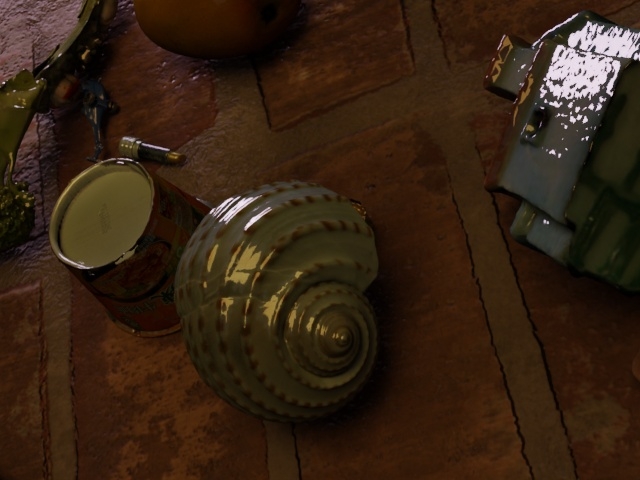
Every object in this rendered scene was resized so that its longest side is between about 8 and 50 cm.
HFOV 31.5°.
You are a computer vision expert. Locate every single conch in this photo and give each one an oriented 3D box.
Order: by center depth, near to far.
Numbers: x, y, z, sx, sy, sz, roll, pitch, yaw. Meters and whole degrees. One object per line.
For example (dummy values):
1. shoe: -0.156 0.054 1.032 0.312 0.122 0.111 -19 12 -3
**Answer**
1. conch: -0.079 0.076 1.438 0.319 0.215 0.303 3 96 35

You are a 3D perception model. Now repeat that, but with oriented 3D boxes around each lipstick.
1. lipstick: -0.262 -0.137 1.785 0.116 0.037 0.037 15 72 28

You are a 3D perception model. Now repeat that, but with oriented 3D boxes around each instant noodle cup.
1. instant noodle cup: -0.264 -0.001 1.621 0.230 0.182 0.230 -12 59 21

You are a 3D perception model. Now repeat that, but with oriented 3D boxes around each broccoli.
1. broccoli: -0.557 -0.095 1.786 0.302 0.186 0.254 -34 71 32

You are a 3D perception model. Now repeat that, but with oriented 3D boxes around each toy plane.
1. toy plane: -0.370 -0.199 1.866 0.062 0.054 0.167 -39 49 35

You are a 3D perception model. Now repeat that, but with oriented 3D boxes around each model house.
1. model house: 0.329 -0.123 1.394 0.329 0.251 0.295 36 107 58

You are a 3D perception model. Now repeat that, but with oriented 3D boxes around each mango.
1. mango: -0.175 -0.388 1.794 0.317 0.173 0.211 10 69 37

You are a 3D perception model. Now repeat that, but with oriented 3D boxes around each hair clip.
1. hair clip: -0.401 -0.346 1.931 0.091 0.138 0.321 26 74 -10

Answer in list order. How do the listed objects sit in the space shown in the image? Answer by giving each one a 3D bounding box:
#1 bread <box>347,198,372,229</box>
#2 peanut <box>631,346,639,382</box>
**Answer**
1. bread: 0.000 0.000 1.557 0.140 0.069 0.128 14 72 29
2. peanut: 0.424 0.144 1.268 0.152 0.076 0.076 4 66 26
